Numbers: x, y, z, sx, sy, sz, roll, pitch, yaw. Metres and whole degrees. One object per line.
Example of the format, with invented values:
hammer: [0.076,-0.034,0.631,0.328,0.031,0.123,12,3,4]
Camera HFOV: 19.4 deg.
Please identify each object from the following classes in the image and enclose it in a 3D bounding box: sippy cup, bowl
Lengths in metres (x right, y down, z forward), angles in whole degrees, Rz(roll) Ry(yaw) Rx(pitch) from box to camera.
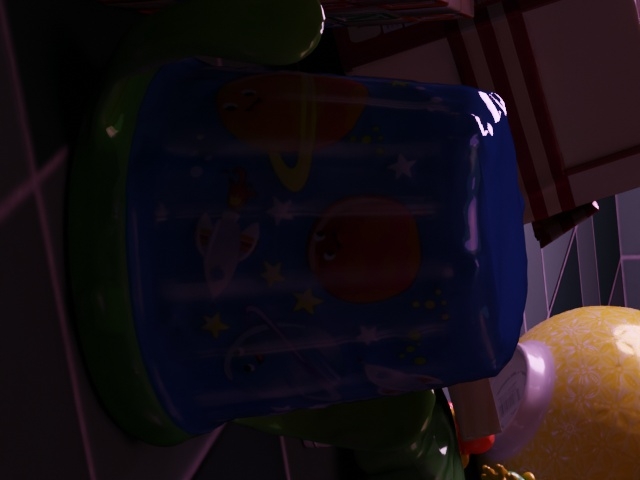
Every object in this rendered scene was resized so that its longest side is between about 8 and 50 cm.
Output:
sippy cup: [0.000,0.000,1.088,0.305,0.224,0.240,27,62,-72]
bowl: [0.246,0.187,1.987,0.156,0.289,0.289,23,55,-24]

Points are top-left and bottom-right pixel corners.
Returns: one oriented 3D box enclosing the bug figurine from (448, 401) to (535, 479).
bug figurine: [0.162,0.279,1.738,0.216,0.072,0.279,26,-55,61]

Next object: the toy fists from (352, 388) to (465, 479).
toy fists: [0.086,0.254,1.588,0.142,0.096,0.279,-96,175,-60]

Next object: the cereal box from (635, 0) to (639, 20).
cereal box: [0.174,-0.182,1.690,0.047,0.240,0.173,-61,145,-65]

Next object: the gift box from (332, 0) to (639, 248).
gift box: [0.115,-0.155,1.492,0.258,0.276,0.255,64,15,-47]

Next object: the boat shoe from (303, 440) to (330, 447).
boat shoe: [-0.001,0.113,1.408,0.035,0.035,0.100,-64,148,-59]

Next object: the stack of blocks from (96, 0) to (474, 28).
stack of blocks: [-0.018,-0.184,1.148,0.297,0.171,0.087,-8,95,-73]

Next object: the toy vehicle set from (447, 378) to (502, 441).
toy vehicle set: [0.099,0.022,1.625,0.267,0.035,0.166,-102,176,-47]
